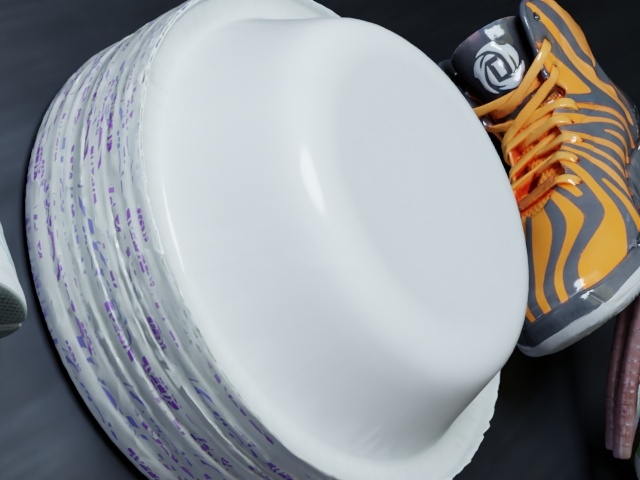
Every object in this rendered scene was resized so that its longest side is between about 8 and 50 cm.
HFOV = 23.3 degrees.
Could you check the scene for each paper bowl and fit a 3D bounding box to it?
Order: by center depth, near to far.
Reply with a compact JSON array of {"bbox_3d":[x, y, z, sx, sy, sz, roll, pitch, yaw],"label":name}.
[{"bbox_3d":[0.000,0.000,0.809,0.284,0.148,0.284,32,46,-40],"label":"paper bowl"}]

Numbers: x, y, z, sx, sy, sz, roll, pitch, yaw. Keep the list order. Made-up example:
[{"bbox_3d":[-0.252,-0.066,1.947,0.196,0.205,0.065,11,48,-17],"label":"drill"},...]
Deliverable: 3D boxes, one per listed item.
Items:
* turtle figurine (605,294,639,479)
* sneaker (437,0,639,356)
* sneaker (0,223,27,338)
[{"bbox_3d":[0.291,0.163,1.034,0.266,0.198,0.274,-61,138,-34],"label":"turtle figurine"},{"bbox_3d":[0.145,-0.056,1.078,0.180,0.124,0.321,50,26,-13],"label":"sneaker"},{"bbox_3d":[-0.168,-0.015,0.649,0.152,0.054,0.061,75,-1,-56],"label":"sneaker"}]
